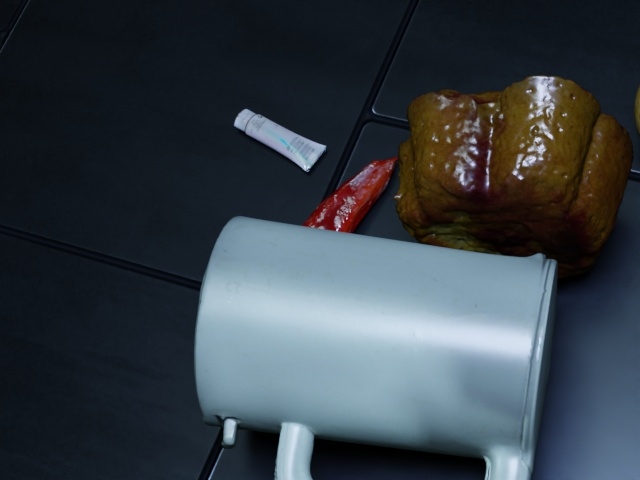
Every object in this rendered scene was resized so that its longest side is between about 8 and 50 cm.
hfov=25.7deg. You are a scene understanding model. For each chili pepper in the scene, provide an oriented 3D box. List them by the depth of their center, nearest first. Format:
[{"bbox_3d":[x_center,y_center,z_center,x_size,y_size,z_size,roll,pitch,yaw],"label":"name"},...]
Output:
[{"bbox_3d":[0.000,0.000,1.497,0.059,0.050,0.268,27,71,43],"label":"chili pepper"}]

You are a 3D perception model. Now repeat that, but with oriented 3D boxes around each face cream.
[{"bbox_3d":[-0.047,-0.115,1.589,0.115,0.020,0.038,29,73,26],"label":"face cream"}]

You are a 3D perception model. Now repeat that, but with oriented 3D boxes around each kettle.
[{"bbox_3d":[0.051,0.114,1.307,0.318,0.205,0.265,7,37,10],"label":"kettle"}]

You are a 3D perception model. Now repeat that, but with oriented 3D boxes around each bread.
[{"bbox_3d":[0.183,-0.054,1.371,0.232,0.247,0.135,-4,60,29],"label":"bread"}]

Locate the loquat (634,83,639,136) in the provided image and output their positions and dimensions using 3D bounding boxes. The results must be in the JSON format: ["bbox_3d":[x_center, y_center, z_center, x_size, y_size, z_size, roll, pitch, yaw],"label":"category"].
[{"bbox_3d":[0.390,-0.134,1.406,0.163,0.163,0.137,-1,93,15],"label":"loquat"}]
